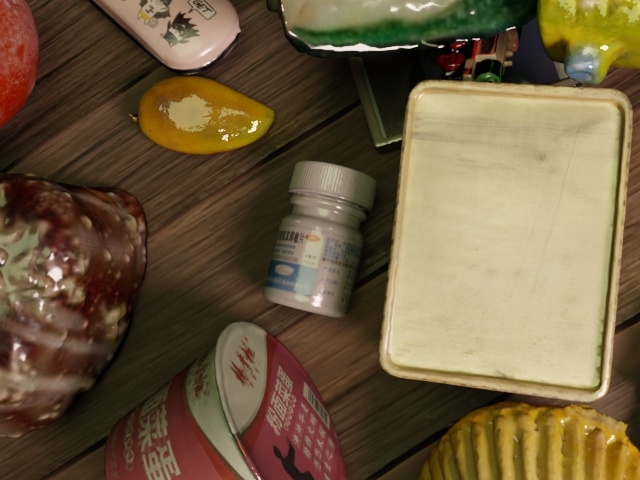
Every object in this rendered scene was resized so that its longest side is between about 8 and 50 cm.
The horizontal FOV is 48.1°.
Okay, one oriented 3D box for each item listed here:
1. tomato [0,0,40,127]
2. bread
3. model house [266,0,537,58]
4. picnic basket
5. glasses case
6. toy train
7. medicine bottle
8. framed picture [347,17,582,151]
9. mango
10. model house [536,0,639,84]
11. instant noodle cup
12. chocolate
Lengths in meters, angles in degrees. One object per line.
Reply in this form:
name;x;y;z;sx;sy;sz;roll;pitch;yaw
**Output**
tomato;-0.493;-0.253;0.917;0.270;0.227;0.270;1;104;5
bread;0.207;0.268;0.700;0.240;0.240;0.139;6;39;12
model house;0.077;-0.354;0.808;0.299;0.284;0.243;-11;114;-6
picnic basket;0.193;-0.004;0.767;0.228;0.175;0.312;6;86;10
glasses case;-0.234;-0.333;0.945;0.122;0.075;0.314;-42;71;-13
toy train;0.181;-0.216;0.821;0.087;0.050;0.138;4;57;22
medicine bottle;0.000;0.000;0.839;0.105;0.105;0.168;12;84;13
framed picture;0.165;-0.230;0.886;0.260;0.023;0.189;-17;76;9
mango;-0.153;-0.159;0.919;0.188;0.066;0.101;8;84;4
model house;0.343;-0.284;0.666;0.237;0.215;0.303;14;86;28
instant noodle cup;-0.104;0.229;0.771;0.178;0.235;0.234;-31;76;14
chocolate;-0.363;0.067;0.849;0.225;0.210;0.340;25;87;12
